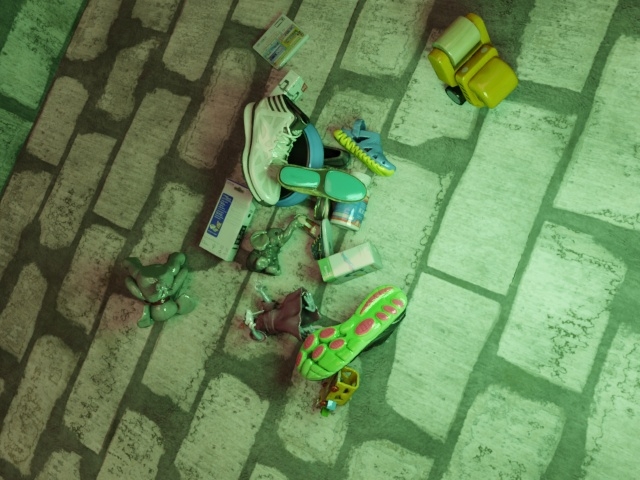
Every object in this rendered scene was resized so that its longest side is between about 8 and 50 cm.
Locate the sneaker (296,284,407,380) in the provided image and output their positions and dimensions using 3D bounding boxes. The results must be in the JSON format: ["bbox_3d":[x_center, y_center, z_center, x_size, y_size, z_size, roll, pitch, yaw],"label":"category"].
[{"bbox_3d":[0.130,0.365,1.764,0.482,0.202,0.185,-34,51,1],"label":"sneaker"}]

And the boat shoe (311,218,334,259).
[{"bbox_3d":[0.000,0.000,1.936,0.083,0.065,0.184,3,112,23],"label":"boat shoe"}]

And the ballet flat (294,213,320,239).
[{"bbox_3d":[-0.038,-0.051,1.994,0.188,0.070,0.070,32,91,22],"label":"ballet flat"}]

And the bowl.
[{"bbox_3d":[-0.165,-0.338,2.032,0.391,0.077,0.392,-2,87,35],"label":"bowl"}]

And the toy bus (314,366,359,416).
[{"bbox_3d":[0.069,0.565,1.807,0.104,0.202,0.191,22,80,-8],"label":"toy bus"}]

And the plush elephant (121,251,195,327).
[{"bbox_3d":[-0.700,0.233,2.105,0.330,0.271,0.256,-134,41,-53],"label":"plush elephant"}]

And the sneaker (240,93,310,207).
[{"bbox_3d":[-0.169,-0.368,1.885,0.257,0.169,0.448,-13,78,36],"label":"sneaker"}]

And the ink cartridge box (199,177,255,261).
[{"bbox_3d":[-0.397,-0.091,2.120,0.165,0.065,0.333,27,96,23],"label":"ink cartridge box"}]

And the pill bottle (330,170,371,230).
[{"bbox_3d":[0.127,-0.156,1.921,0.124,0.124,0.222,16,86,22],"label":"pill bottle"}]

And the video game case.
[{"bbox_3d":[-0.186,-0.922,2.243,0.212,0.023,0.193,-46,68,6],"label":"video game case"}]

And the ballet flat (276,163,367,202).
[{"bbox_3d":[0.003,-0.217,1.841,0.348,0.123,0.123,11,82,-7],"label":"ballet flat"}]

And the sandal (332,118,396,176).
[{"bbox_3d":[0.193,-0.383,1.947,0.138,0.126,0.317,-45,70,2],"label":"sandal"}]

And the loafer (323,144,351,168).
[{"bbox_3d":[-0.021,-0.370,2.033,0.302,0.095,0.109,10,83,22],"label":"loafer"}]

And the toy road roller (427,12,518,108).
[{"bbox_3d":[0.568,-0.623,1.746,0.202,0.329,0.241,-45,46,6],"label":"toy road roller"}]

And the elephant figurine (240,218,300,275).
[{"bbox_3d":[-0.210,0.019,2.007,0.185,0.169,0.240,14,78,-12],"label":"elephant figurine"}]

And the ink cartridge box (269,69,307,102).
[{"bbox_3d":[-0.141,-0.657,2.127,0.063,0.109,0.150,43,96,18],"label":"ink cartridge box"}]

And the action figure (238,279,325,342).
[{"bbox_3d":[-0.165,0.316,1.939,0.370,0.276,0.248,-16,38,34],"label":"action figure"}]

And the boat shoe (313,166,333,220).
[{"bbox_3d":[0.013,-0.194,1.993,0.068,0.081,0.228,4,83,17],"label":"boat shoe"}]

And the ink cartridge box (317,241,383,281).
[{"bbox_3d":[0.118,0.091,1.859,0.212,0.154,0.093,-23,72,14],"label":"ink cartridge box"}]
